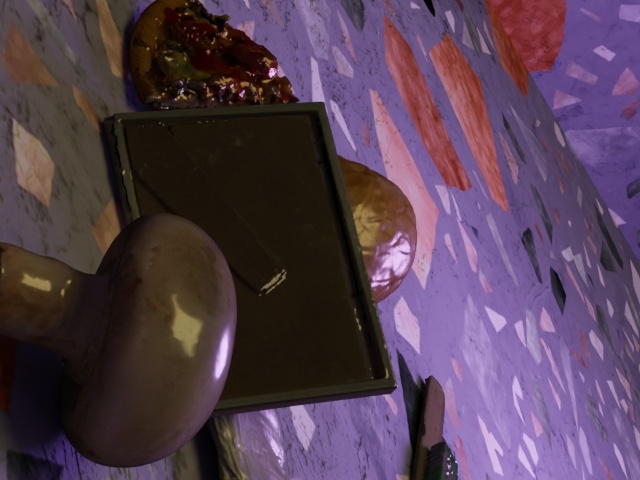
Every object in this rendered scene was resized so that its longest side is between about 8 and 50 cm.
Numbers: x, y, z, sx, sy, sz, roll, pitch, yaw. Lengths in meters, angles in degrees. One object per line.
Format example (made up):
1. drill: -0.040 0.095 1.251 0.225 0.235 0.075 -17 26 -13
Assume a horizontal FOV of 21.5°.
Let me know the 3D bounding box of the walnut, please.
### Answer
1. walnut: 0.000 0.000 1.778 0.221 0.195 0.195 7 62 -56

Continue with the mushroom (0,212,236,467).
1. mushroom: -0.162 0.082 1.313 0.206 0.209 0.206 168 -90 -67

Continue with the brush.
1. brush: 0.149 0.264 2.154 0.282 0.048 0.054 -78 145 -62

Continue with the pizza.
1. pizza: -0.107 -0.196 1.785 0.193 0.053 0.201 16 39 -17

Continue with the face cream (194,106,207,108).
1. face cream: -0.095 -0.129 1.836 0.091 0.091 0.095 65 26 -11

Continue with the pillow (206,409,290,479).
1. pillow: -0.066 0.209 1.605 0.148 0.050 0.230 45 26 -59

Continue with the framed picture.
1. framed picture: -0.069 0.011 1.612 0.024 0.232 0.315 128 -47 -59
